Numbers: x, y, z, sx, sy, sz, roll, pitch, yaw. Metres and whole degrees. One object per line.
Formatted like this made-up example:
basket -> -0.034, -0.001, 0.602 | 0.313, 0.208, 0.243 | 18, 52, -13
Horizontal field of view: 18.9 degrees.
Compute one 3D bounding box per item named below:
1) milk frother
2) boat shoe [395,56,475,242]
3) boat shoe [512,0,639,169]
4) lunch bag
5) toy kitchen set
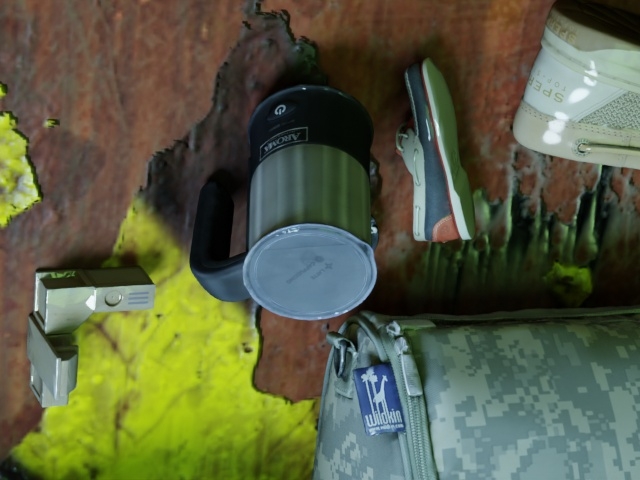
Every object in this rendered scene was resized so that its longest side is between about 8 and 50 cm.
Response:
milk frother -> 0.000, 0.000, 1.246 | 0.143, 0.135, 0.129 | 34, 126, -29
boat shoe -> 0.073, -0.059, 1.308 | 0.043, 0.049, 0.137 | -3, 120, 20
boat shoe -> 0.295, -0.075, 1.365 | 0.341, 0.122, 0.110 | 15, 110, -18
lunch bag -> 0.143, 0.171, 1.353 | 0.305, 0.212, 0.256 | -2, 96, -24
toy kitchen set -> -0.145, 0.069, 1.250 | 0.075, 0.068, 0.083 | -3, 113, -23
